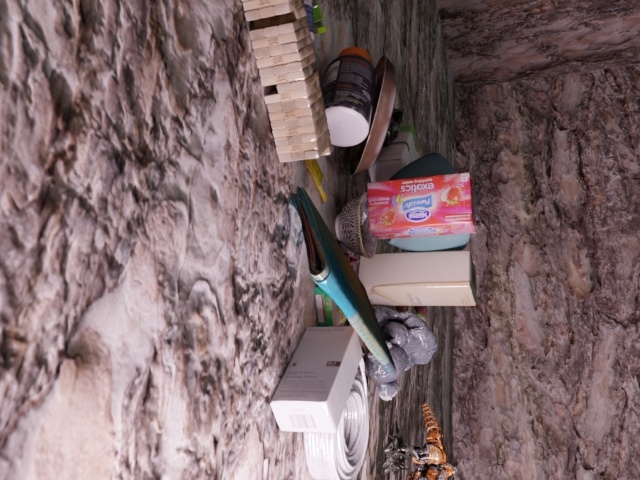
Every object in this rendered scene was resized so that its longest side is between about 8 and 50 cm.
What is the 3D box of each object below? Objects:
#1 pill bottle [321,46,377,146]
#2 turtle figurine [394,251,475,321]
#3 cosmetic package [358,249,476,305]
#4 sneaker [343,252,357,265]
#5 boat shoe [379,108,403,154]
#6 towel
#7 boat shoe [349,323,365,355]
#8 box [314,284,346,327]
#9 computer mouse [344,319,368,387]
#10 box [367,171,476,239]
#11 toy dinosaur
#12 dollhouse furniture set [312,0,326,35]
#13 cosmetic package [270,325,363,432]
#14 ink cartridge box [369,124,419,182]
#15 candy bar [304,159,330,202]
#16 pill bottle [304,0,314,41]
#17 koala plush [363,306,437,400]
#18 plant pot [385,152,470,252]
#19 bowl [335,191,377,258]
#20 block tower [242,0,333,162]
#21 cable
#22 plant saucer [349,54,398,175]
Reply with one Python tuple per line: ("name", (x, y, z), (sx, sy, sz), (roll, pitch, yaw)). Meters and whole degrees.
("pill bottle", (0.067, -0.356, 1.388), (0.130, 0.130, 0.246), (62, 33, -49))
("turtle figurine", (0.334, 0.164, 1.915), (0.198, 0.274, 0.266), (15, 81, -53))
("cosmetic package", (0.277, 0.111, 1.637), (0.160, 0.309, 0.113), (51, 40, -56))
("sneaker", (0.068, 0.055, 1.444), (0.119, 0.057, 0.047), (34, 54, -67))
("boat shoe", (0.197, -0.345, 1.789), (0.285, 0.092, 0.103), (-64, 145, -53))
("towel", (0.049, 0.092, 1.208), (0.370, 0.040, 0.271), (57, 10, -41))
("boat shoe", (0.092, 0.292, 1.484), (0.056, 0.049, 0.152), (22, 66, -67))
("box", (0.038, 0.139, 1.374), (0.179, 0.043, 0.105), (-20, 105, -67))
("computer mouse", (0.078, 0.295, 1.428), (0.041, 0.071, 0.242), (15, 71, -53))
("box", (0.253, -0.082, 1.441), (0.122, 0.257, 0.128), (30, 58, -68))
("toy dinosaur", (0.326, 0.693, 1.821), (0.322, 0.218, 0.164), (-73, 151, -41))
("dollhouse furniture set", (-0.024, -0.505, 1.318), (0.152, 0.058, 0.076), (-92, 165, -71))
("cosmetic package", (-0.001, 0.269, 1.146), (0.231, 0.117, 0.085), (-63, 143, -56))
("ink cartridge box", (0.248, -0.229, 1.880), (0.273, 0.114, 0.198), (-63, 144, -53))
("candy bar", (-0.009, -0.149, 1.319), (0.161, 0.018, 0.040), (63, 35, -49))
("pill bottle", (-0.047, -0.441, 1.184), (0.067, 0.067, 0.120), (-10, 97, -69))
("koala plush", (0.202, 0.318, 1.615), (0.221, 0.203, 0.196), (-37, 122, -52))
("plant pot", (0.265, -0.084, 1.630), (0.290, 0.195, 0.290), (164, -90, -81))
("bowl", (0.086, -0.035, 1.467), (0.170, 0.080, 0.170), (-4, 90, -70))
("block tower", (-0.058, -0.312, 1.105), (0.097, 0.091, 0.335), (-58, 140, -56))
("cable", (0.036, 0.399, 1.270), (0.257, 0.089, 0.257), (-49, 133, -61))
("plant saucer", (0.139, -0.313, 1.482), (0.310, 0.050, 0.311), (-165, -90, -85))
